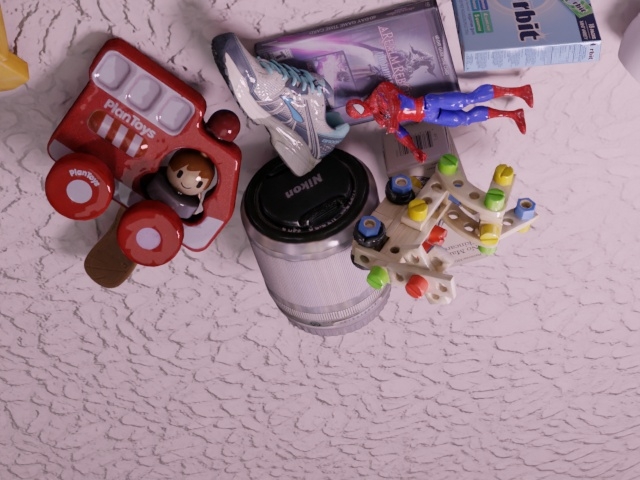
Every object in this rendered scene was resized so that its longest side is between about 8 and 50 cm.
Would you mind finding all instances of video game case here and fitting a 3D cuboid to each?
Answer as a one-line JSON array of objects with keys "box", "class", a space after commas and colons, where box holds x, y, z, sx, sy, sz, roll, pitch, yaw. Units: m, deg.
[{"box": [0.060, -0.253, 1.834, 0.274, 0.026, 0.196, -12, 140, 11], "class": "video game case"}]

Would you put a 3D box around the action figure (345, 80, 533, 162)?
[{"box": [0.178, -0.173, 1.822, 0.280, 0.139, 0.091, 2, 139, -3], "class": "action figure"}]

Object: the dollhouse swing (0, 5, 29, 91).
[{"box": [-0.595, -0.337, 1.654, 0.346, 0.305, 0.315, -8, 99, 6], "class": "dollhouse swing"}]

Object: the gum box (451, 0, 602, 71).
[{"box": [0.280, -0.306, 1.682, 0.184, 0.157, 0.041, -4, 140, 1], "class": "gum box"}]

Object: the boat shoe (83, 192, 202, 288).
[{"box": [-0.294, -0.032, 2.041, 0.104, 0.089, 0.285, 45, 122, -12], "class": "boat shoe"}]

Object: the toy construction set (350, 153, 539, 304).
[{"box": [0.172, -0.007, 1.801, 0.215, 0.327, 0.151, 25, 128, 17], "class": "toy construction set"}]

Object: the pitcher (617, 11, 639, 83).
[{"box": [0.544, -0.303, 1.750, 0.177, 0.125, 0.207, 17, 127, -45], "class": "pitcher"}]

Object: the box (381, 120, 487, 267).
[{"box": [0.191, -0.072, 2.008, 0.113, 0.094, 0.275, -16, 138, 13], "class": "box"}]

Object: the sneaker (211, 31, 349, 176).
[{"box": [-0.056, -0.222, 1.786, 0.122, 0.110, 0.283, -34, 137, 8], "class": "sneaker"}]

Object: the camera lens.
[{"box": [0.000, 0.000, 1.981, 0.219, 0.219, 0.274, -9, 140, 7], "class": "camera lens"}]

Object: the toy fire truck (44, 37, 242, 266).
[{"box": [-0.252, -0.126, 1.833, 0.302, 0.169, 0.254, 34, 114, -12], "class": "toy fire truck"}]
